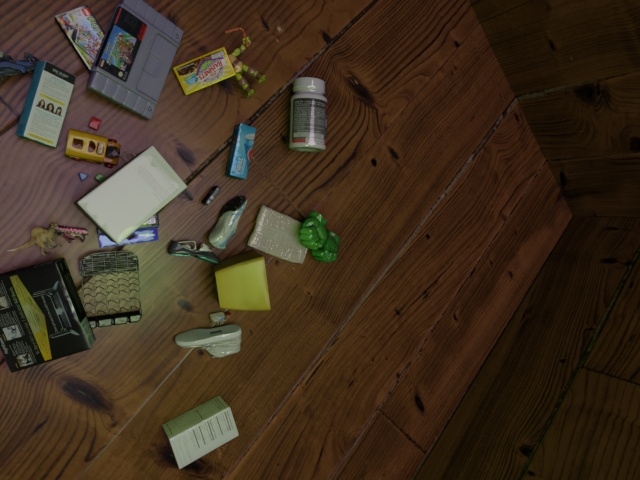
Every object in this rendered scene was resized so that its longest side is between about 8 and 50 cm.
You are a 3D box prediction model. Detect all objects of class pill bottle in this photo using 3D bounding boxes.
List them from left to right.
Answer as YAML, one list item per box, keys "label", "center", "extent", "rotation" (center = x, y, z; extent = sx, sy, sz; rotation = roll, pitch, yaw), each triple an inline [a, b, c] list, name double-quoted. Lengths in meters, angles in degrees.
- label: "pill bottle"
  center: [-0.051, -0.526, 1.842]
  extent: [0.161, 0.161, 0.283]
  rotation: [0, 95, -32]

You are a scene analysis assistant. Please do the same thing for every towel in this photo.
- label: "towel"
  center: [-0.167, -0.020, 1.884]
  extent: [0.282, 0.049, 0.187]
  rotation: [23, 80, -32]

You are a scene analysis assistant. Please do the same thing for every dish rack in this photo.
- label: "dish rack"
  center: [-0.739, 0.173, 1.537]
  extent: [0.208, 0.074, 0.272]
  rotation: [-4, 95, -33]

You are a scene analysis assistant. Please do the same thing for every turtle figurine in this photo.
- label: "turtle figurine"
  center: [-0.336, -0.663, 1.696]
  extent: [0.217, 0.087, 0.269]
  rotation: [41, 86, -12]

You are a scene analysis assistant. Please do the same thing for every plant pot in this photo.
- label: "plant pot"
  center: [-0.322, 0.167, 1.723]
  extent: [0.187, 0.212, 0.212]
  rotation: [-9, 99, -19]

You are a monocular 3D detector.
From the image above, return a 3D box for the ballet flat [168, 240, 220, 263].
- label: "ballet flat"
  center: [-0.480, 0.039, 1.684]
  extent: [0.203, 0.074, 0.074]
  rotation: [14, 87, -29]

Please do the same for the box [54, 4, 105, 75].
- label: "box"
  center: [-0.769, -0.661, 1.459]
  extent: [0.114, 0.036, 0.207]
  rotation: [-38, 113, -24]

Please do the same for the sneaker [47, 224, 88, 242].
- label: "sneaker"
  center: [-0.851, -0.019, 1.467]
  extent: [0.119, 0.047, 0.057]
  rotation: [10, 101, -31]

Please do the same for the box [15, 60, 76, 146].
- label: "box"
  center: [-0.870, -0.430, 1.383]
  extent: [0.100, 0.060, 0.244]
  rotation: [21, 82, -59]

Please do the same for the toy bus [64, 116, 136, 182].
- label: "toy bus"
  center: [-0.749, -0.306, 1.464]
  extent: [0.202, 0.104, 0.191]
  rotation: [-41, 114, -22]

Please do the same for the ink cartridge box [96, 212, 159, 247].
- label: "ink cartridge box"
  center: [-0.689, -0.086, 1.557]
  extent: [0.206, 0.045, 0.208]
  rotation: [-10, 100, -32]

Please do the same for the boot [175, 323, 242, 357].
- label: "boot"
  center: [-0.440, 0.417, 1.731]
  extent: [0.258, 0.095, 0.124]
  rotation: [-4, 112, -19]

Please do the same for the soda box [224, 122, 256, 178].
- label: "soda box"
  center: [-0.321, -0.354, 1.747]
  extent: [0.071, 0.067, 0.210]
  rotation: [12, 89, -32]

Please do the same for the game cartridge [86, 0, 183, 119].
- label: "game cartridge"
  center: [-0.632, -0.631, 1.501]
  extent: [0.230, 0.068, 0.355]
  rotation: [25, 81, -52]

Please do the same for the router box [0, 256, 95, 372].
- label: "router box"
  center: [-0.902, 0.236, 1.393]
  extent: [0.242, 0.081, 0.309]
  rotation: [-15, 103, -11]

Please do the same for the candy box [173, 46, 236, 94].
- label: "candy box"
  center: [-0.430, -0.631, 1.626]
  extent: [0.205, 0.027, 0.105]
  rotation: [-23, 113, -1]

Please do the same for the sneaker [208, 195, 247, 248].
- label: "sneaker"
  center: [-0.363, -0.075, 1.747]
  extent: [0.237, 0.085, 0.086]
  rotation: [-62, 146, -16]

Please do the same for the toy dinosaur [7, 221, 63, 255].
- label: "toy dinosaur"
  center: [-0.911, 0.002, 1.424]
  extent: [0.183, 0.053, 0.093]
  rotation: [-31, 119, 5]

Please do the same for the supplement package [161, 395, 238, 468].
- label: "supplement package"
  center: [-0.470, 0.745, 1.712]
  extent: [0.244, 0.139, 0.134]
  rotation: [-20, 103, -28]

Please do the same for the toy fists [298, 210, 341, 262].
- label: "toy fists"
  center: [0.000, 0.000, 1.919]
  extent: [0.142, 0.096, 0.279]
  rotation: [-60, 142, -18]

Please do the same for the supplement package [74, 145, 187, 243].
- label: "supplement package"
  center: [-0.633, -0.152, 1.456]
  extent: [0.293, 0.175, 0.177]
  rotation: [-46, 116, -22]

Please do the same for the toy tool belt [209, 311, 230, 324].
- label: "toy tool belt"
  center: [-0.408, 0.317, 1.771]
  extent: [0.083, 0.052, 0.051]
  rotation: [-7, 136, -28]

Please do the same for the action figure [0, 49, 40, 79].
- label: "action figure"
  center: [-1.028, -0.550, 1.275]
  extent: [0.341, 0.178, 0.330]
  rotation: [-31, 119, -57]

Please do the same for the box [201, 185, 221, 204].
- label: "box"
  center: [-0.425, -0.175, 1.698]
  extent: [0.018, 0.067, 0.083]
  rotation: [41, 74, -27]
